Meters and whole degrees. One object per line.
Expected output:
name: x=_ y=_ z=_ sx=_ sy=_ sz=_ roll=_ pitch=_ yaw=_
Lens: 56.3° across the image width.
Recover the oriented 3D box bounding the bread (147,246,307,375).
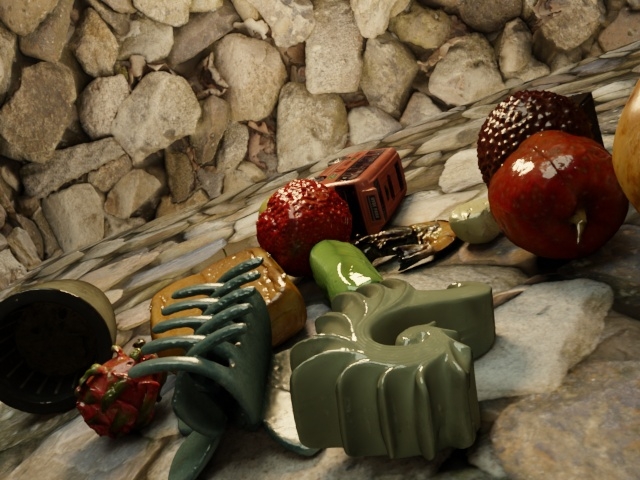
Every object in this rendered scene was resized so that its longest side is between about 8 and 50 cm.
bread: x=-0.213 y=0.169 z=1.340 sx=0.328 sy=0.148 sz=0.337 roll=-27 pitch=24 yaw=-14

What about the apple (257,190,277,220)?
apple: x=-0.104 y=-0.054 z=1.856 sx=0.200 sy=0.200 sz=0.200 roll=-20 pitch=17 yaw=6

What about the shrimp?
shrimp: x=0.209 y=0.017 z=1.438 sx=0.289 sy=0.075 sz=0.178 roll=-12 pitch=17 yaw=-10

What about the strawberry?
strawberry: x=-0.044 y=-0.017 z=1.504 sx=0.257 sy=0.257 sz=0.277 roll=-17 pitch=13 yaw=16

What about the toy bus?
toy bus: x=0.115 y=-0.137 z=1.798 sx=0.233 sy=0.203 sz=0.427 roll=-9 pitch=18 yaw=24

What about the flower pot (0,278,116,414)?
flower pot: x=-0.648 y=0.236 z=1.497 sx=0.293 sy=0.294 sz=0.330 roll=-24 pitch=9 yaw=-7

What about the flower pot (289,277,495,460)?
flower pot: x=0.118 y=0.168 z=0.896 sx=0.254 sy=0.165 sz=0.367 roll=-3 pitch=19 yaw=22

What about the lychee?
lychee: x=0.512 y=-0.219 z=1.439 sx=0.275 sy=0.276 sz=0.304 roll=-8 pitch=53 yaw=40

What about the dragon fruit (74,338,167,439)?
dragon fruit: x=-0.384 y=0.285 z=1.170 sx=0.172 sy=0.160 sz=0.166 roll=-36 pitch=54 yaw=-8

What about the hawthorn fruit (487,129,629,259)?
hawthorn fruit: x=0.452 y=-0.086 z=1.131 sx=0.258 sy=0.258 sz=0.262 roll=-26 pitch=-4 yaw=-12

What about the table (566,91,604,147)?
table: x=0.653 y=-0.282 z=1.609 sx=0.172 sy=0.169 sz=0.193 roll=-7 pitch=21 yaw=42

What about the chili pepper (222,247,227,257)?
chili pepper: x=-0.281 y=0.109 z=1.755 sx=0.072 sy=0.073 sz=0.204 roll=1 pitch=34 yaw=13

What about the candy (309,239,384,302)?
candy: x=0.065 y=0.087 z=1.262 sx=0.132 sy=0.142 sz=0.343 roll=-14 pitch=16 yaw=-8

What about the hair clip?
hair clip: x=-0.149 y=0.207 z=0.998 sx=0.392 sy=0.238 sz=0.318 roll=-18 pitch=20 yaw=10

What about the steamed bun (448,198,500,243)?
steamed bun: x=0.355 y=-0.039 z=1.364 sx=0.112 sy=0.091 sz=0.130 roll=-2 pitch=23 yaw=40

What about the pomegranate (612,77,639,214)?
pomegranate: x=0.618 y=-0.125 z=0.871 sx=0.410 sy=0.410 sz=0.410 roll=-20 pitch=17 yaw=6
